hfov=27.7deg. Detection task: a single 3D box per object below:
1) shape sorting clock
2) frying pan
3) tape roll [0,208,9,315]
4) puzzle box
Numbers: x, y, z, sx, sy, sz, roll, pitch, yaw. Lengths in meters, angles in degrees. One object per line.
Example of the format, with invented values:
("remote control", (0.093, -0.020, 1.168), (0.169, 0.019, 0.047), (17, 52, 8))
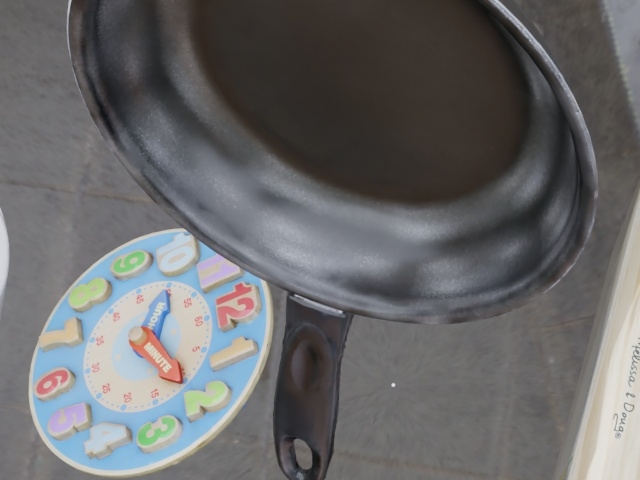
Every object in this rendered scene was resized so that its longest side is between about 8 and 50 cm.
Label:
("shape sorting clock", (-0.130, 0.078, 0.968), (0.206, 0.040, 0.206), (-12, 53, 16))
("frying pan", (0.025, 0.000, 0.498), (0.197, 0.326, 0.053), (5, 49, 30))
("tape roll", (-0.390, 0.032, 1.017), (0.286, 0.100, 0.286), (11, 43, -11))
("puzzle box", (0.216, 0.157, 0.997), (0.052, 0.272, 0.409), (15, 74, 10))
